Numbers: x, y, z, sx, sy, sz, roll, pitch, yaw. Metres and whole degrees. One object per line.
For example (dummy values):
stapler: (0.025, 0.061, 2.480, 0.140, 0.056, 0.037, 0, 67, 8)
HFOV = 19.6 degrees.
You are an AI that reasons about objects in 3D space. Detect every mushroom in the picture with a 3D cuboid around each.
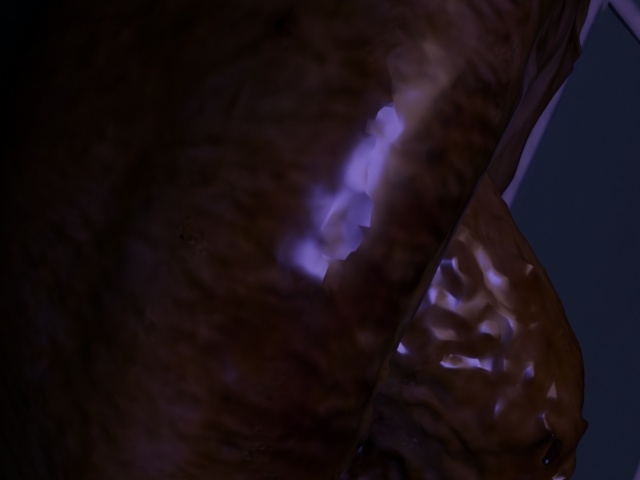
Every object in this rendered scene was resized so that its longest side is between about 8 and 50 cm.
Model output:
mushroom: (-0.011, 0.004, 0.612, 0.263, 0.195, 0.283, -59, 149, -51)
